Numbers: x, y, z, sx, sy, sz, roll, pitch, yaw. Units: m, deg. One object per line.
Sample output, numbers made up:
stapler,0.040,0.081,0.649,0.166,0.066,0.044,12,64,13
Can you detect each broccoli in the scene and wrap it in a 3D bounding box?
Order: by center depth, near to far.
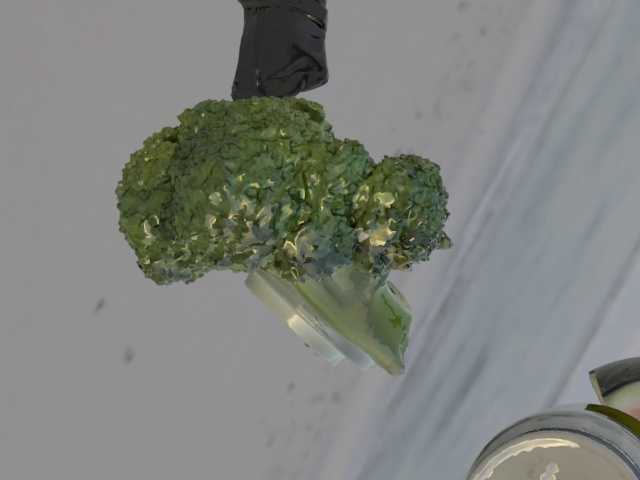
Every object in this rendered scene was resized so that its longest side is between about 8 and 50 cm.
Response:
broccoli,-0.001,-0.029,1.441,0.254,0.302,0.186,-33,-132,53

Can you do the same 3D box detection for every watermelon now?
watermelon,0.309,0.147,1.505,0.145,0.193,0.137,-106,-146,-66

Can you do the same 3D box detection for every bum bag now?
bum bag,-0.046,-0.261,2.072,0.060,0.123,0.248,77,13,-59

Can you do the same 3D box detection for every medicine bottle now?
medicine bottle,0.168,0.183,1.142,0.143,0.143,0.258,-61,167,4

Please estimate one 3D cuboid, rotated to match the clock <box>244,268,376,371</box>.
clock,-0.023,0.075,1.909,0.053,0.236,0.236,-46,166,-3
